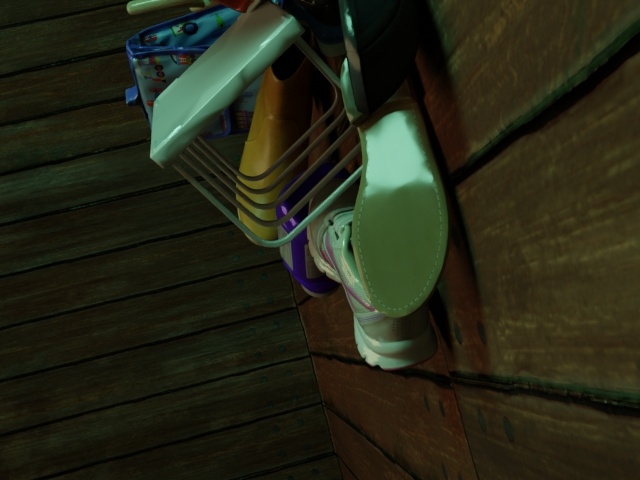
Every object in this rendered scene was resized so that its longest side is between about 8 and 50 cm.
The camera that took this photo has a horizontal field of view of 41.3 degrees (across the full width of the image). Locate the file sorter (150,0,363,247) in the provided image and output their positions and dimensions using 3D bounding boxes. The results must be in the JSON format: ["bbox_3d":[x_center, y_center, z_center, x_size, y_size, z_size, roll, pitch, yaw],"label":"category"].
[{"bbox_3d":[-0.062,-0.139,0.964,0.173,0.193,0.277,44,-172,-21],"label":"file sorter"}]

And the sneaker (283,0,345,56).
[{"bbox_3d":[-0.008,-0.274,0.940,0.152,0.058,0.084,-116,7,-45],"label":"sneaker"}]

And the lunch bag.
[{"bbox_3d":[-0.183,-0.278,1.420,0.221,0.293,0.138,86,168,-60],"label":"lunch bag"}]

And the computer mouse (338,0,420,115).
[{"bbox_3d":[0.037,-0.235,0.660,0.184,0.060,0.262,77,-173,-46],"label":"computer mouse"}]

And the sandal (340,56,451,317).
[{"bbox_3d":[0.075,-0.052,0.740,0.079,0.088,0.240,14,-115,-61],"label":"sandal"}]

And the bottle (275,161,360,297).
[{"bbox_3d":[0.000,0.000,1.205,0.092,0.118,0.283,50,165,20],"label":"bottle"}]

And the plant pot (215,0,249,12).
[{"bbox_3d":[-0.146,-0.414,0.867,0.267,0.267,0.235,-143,77,-80],"label":"plant pot"}]

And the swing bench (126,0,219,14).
[{"bbox_3d":[-0.141,-0.449,1.117,0.165,0.255,0.253,-28,-70,-56],"label":"swing bench"}]

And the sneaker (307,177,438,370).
[{"bbox_3d":[0.055,0.007,0.885,0.111,0.103,0.252,88,161,-44],"label":"sneaker"}]

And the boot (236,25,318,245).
[{"bbox_3d":[-0.063,-0.161,1.211,0.211,0.104,0.295,101,177,-66],"label":"boot"}]
